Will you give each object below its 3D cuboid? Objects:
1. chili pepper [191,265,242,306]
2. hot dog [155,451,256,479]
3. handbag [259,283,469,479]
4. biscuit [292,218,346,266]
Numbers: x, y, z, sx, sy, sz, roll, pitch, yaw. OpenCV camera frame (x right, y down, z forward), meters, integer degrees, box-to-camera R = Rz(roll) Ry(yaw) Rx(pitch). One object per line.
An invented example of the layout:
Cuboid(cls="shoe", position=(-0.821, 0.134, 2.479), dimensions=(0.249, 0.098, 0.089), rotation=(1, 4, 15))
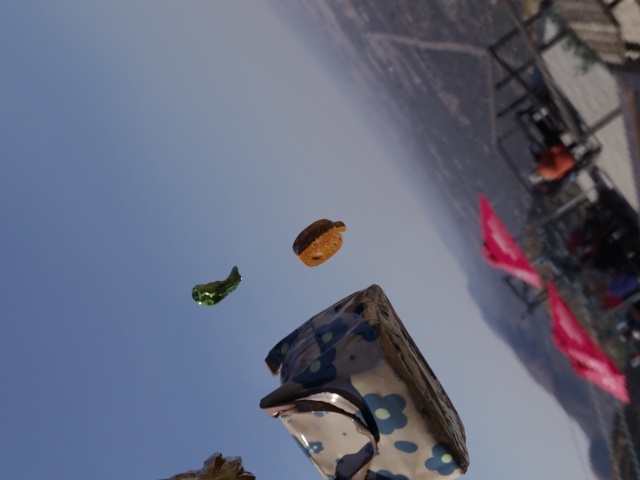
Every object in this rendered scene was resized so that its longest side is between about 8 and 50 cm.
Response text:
Cuboid(cls="chili pepper", position=(-0.132, 0.062, 1.307), dimensions=(0.091, 0.030, 0.034), rotation=(-27, -93, -48))
Cuboid(cls="hot dog", position=(-0.155, 0.315, 1.051), dimensions=(0.175, 0.259, 0.114), rotation=(-6, -144, -39))
Cuboid(cls="handbag", position=(0.053, 0.212, 1.279), dimensions=(0.251, 0.193, 0.190), rotation=(59, -168, -16))
Cuboid(cls="biscuit", position=(0.000, 0.000, 1.337), dimensions=(0.015, 0.078, 0.091), rotation=(50, 174, 29))
